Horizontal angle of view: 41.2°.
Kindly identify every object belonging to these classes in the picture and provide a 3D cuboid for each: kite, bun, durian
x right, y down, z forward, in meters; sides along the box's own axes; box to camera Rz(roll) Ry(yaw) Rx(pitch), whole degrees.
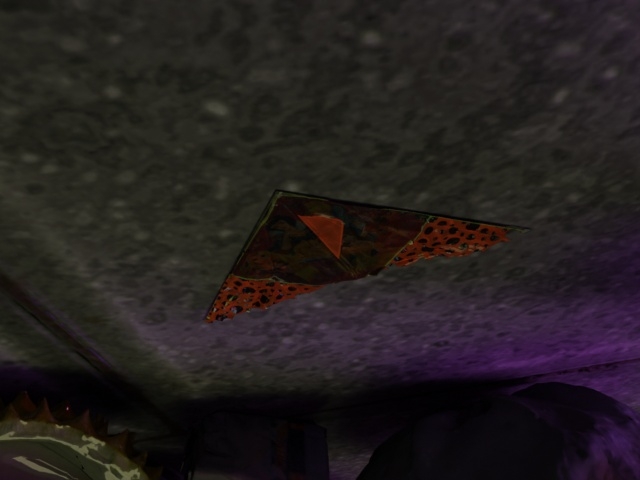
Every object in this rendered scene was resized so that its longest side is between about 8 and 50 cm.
[{"bbox_3d":[0.000,0.001,0.487,0.222,0.008,0.125,-17,148,16],"label":"kite"},{"bbox_3d":[0.154,0.254,0.758,0.361,0.211,0.362,-18,161,-7],"label":"bun"},{"bbox_3d":[-0.199,0.233,0.636,0.172,0.166,0.307,-6,111,25],"label":"durian"}]

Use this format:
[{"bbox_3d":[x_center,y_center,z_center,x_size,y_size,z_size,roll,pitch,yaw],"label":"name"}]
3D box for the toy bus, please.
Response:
[{"bbox_3d":[-0.083,0.308,0.761,0.137,0.112,0.317,14,110,-8],"label":"toy bus"}]
